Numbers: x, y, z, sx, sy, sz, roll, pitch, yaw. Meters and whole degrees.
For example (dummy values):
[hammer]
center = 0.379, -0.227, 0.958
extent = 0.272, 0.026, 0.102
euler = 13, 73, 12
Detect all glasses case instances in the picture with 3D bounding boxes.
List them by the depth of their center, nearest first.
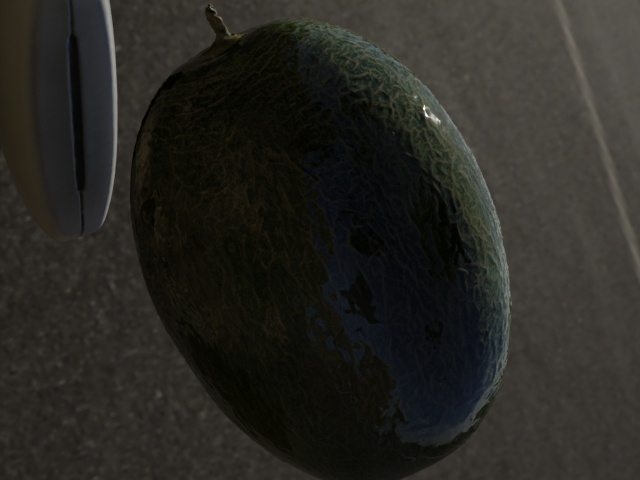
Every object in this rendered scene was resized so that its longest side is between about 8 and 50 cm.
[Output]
[glasses case]
center = -0.117, -0.076, 0.569
extent = 0.074, 0.049, 0.193
euler = 59, -23, 33

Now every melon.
[melon]
center = 0.000, 0.000, 0.432
extent = 0.167, 0.114, 0.114
euler = 64, 21, -14
